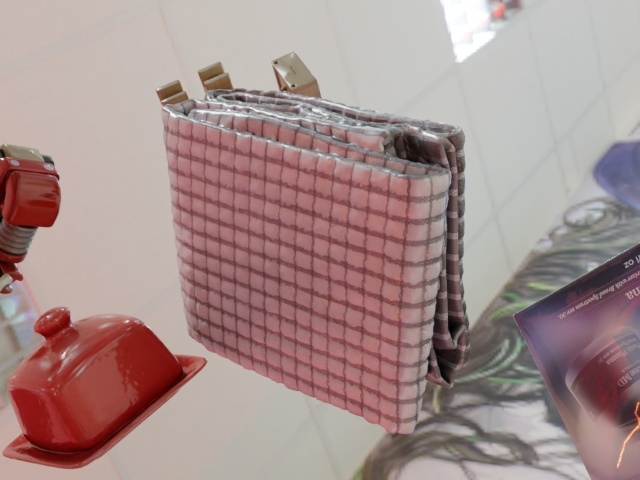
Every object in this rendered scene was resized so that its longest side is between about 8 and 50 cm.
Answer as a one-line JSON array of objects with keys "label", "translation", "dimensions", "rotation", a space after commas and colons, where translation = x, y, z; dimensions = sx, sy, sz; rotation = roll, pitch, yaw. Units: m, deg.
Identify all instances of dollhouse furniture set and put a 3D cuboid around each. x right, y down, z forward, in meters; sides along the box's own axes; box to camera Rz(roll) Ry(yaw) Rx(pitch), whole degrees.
[{"label": "dollhouse furniture set", "translation": [-0.116, -0.173, 1.501], "dimensions": [0.242, 0.212, 0.161], "rotation": [-25, -44, -8]}]

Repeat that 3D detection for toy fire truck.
[{"label": "toy fire truck", "translation": [-0.496, -0.006, 1.454], "dimensions": [0.158, 0.246, 0.217], "rotation": [7, -54, -46]}]

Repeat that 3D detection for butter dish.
[{"label": "butter dish", "translation": [-0.213, 0.113, 0.823], "dimensions": [0.160, 0.160, 0.118], "rotation": [-38, -70, -38]}]

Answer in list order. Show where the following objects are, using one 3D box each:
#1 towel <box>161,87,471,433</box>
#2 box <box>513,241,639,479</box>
[{"label": "towel", "translation": [0.000, 0.000, 0.792], "dimensions": [0.121, 0.284, 0.235], "rotation": [-25, -57, -46]}, {"label": "box", "translation": [0.468, 0.161, 1.223], "dimensions": [0.183, 0.296, 0.294], "rotation": [3, -122, -49]}]
